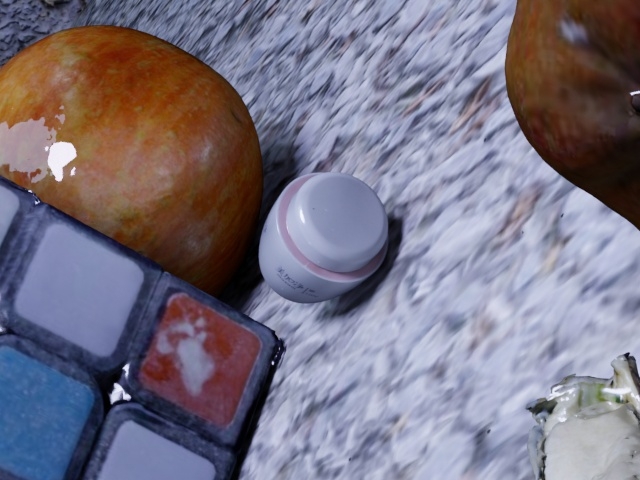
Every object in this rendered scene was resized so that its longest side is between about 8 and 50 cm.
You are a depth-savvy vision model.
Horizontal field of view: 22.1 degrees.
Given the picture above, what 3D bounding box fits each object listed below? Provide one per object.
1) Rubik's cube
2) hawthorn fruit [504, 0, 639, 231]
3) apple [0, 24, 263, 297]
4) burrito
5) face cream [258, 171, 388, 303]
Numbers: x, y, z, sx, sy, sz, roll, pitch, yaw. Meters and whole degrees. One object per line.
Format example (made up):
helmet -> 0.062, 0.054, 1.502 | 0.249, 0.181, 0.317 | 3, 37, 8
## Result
Rubik's cube -> -0.293, 0.187, 1.330 | 0.363, 0.359, 0.362 | -38, 31, 54
hawthorn fruit -> 0.201, -0.118, 0.757 | 0.208, 0.208, 0.248 | -40, 12, 47
apple -> -0.190, -0.066, 1.496 | 0.301, 0.301, 0.301 | -50, 21, 28
burrito -> 0.136, 0.128, 0.736 | 0.229, 0.063, 0.058 | -92, 26, -60
face cream -> 0.000, 0.000, 1.230 | 0.095, 0.091, 0.091 | -47, 22, 54
